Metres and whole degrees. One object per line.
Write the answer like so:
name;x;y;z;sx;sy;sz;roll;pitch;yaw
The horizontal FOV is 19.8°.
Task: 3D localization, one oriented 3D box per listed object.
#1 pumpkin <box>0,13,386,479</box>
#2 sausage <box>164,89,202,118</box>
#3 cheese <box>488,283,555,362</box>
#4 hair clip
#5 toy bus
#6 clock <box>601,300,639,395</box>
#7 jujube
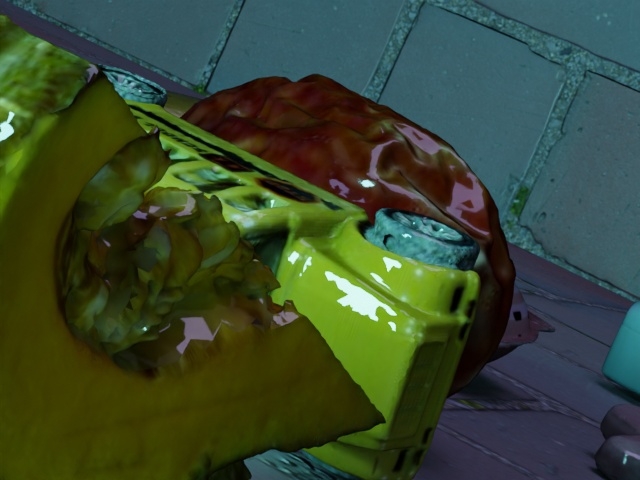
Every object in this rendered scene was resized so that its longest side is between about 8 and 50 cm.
pumpkin;-0.087;0.034;0.594;0.131;0.126;0.248;19;-18;36
sausage;-0.063;-0.035;1.177;0.328;0.112;0.112;13;9;-21
cheese;0.038;0.033;1.296;0.286;0.074;0.189;12;11;-28
hair clip;0.275;0.150;1.252;0.146;0.075;0.257;33;14;29
toy bus;-0.087;-0.003;0.871;0.335;0.121;0.123;28;15;33
clock;0.402;0.144;1.710;0.223;0.094;0.274;28;5;30
jujube;0.000;0.000;1.009;0.174;0.174;0.250;20;12;-35
